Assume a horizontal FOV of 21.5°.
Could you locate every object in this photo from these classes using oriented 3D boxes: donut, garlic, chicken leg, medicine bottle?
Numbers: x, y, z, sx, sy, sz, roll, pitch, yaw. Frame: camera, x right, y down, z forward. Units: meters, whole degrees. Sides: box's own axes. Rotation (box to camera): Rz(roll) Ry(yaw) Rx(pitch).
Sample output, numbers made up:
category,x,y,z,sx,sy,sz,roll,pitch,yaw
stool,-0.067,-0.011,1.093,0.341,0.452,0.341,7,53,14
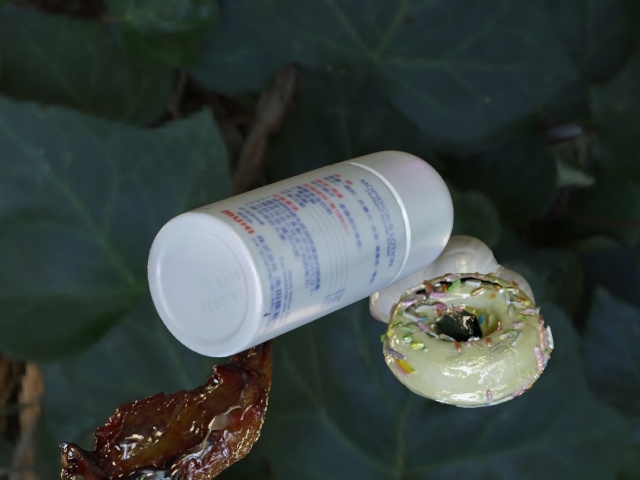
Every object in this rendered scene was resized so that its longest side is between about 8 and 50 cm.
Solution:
category,x,y,z,sx,sy,sz,roll,pitch,yaw
donut,0.146,0.093,1.687,0.175,0.174,0.068,-8,131,-2
garlic,0.181,0.059,2.321,0.229,0.142,0.178,1,-165,12
chicken leg,-0.134,0.189,1.942,0.407,0.158,0.096,-47,151,-24
medicine bottle,0.000,0.000,1.547,0.130,0.130,0.341,-36,171,39
